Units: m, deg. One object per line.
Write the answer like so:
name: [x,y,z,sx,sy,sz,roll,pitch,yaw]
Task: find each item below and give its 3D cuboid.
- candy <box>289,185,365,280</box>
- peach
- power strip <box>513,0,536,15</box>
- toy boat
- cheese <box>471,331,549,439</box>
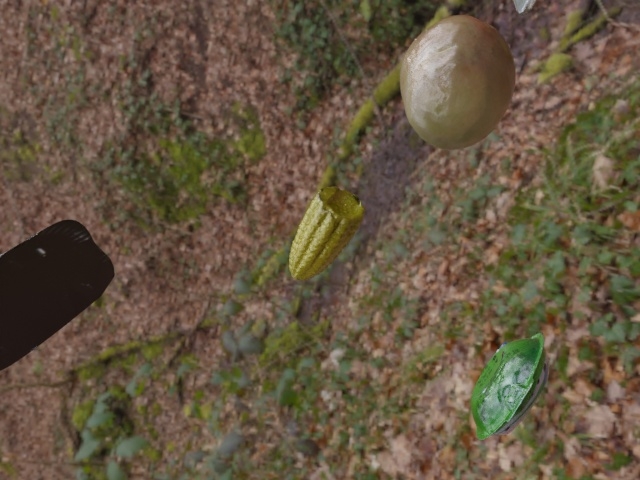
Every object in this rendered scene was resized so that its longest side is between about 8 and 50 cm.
candy: [0.000,0.000,1.441,0.094,0.106,0.199,48,127,27]
peach: [0.312,-0.351,1.723,0.247,0.292,0.292,30,113,30]
power strip: [0.457,-0.538,1.503,0.198,0.064,0.213,-75,10,-58]
toy boat: [-0.439,0.091,1.104,0.092,0.134,0.299,-25,12,44]
cheese: [0.318,0.238,1.323,0.204,0.083,0.320,-59,-5,5]
